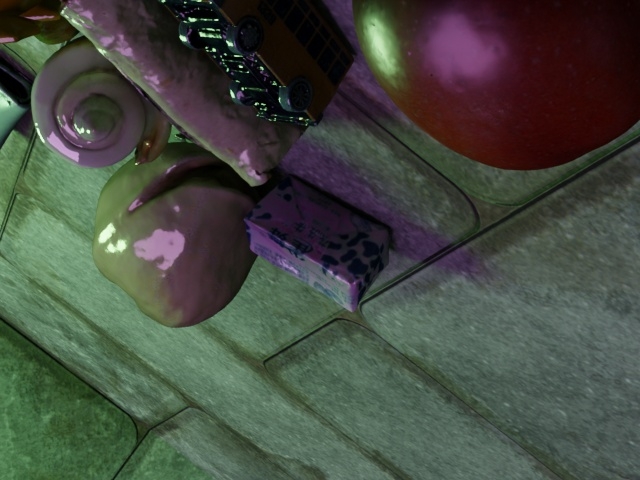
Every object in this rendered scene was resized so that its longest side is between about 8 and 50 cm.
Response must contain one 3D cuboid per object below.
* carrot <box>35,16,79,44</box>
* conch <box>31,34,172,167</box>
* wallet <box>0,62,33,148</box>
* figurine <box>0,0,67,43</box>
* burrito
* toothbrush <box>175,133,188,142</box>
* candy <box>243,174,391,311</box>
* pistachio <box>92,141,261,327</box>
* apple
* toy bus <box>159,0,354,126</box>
[{"bbox_3d":[-0.368,-0.356,1.467,0.074,0.074,0.358,11,145,46],"label":"carrot"},{"bbox_3d":[-0.230,-0.178,1.498,0.158,0.255,0.127,16,124,-18],"label":"conch"},{"bbox_3d":[-0.539,-0.252,1.956,0.290,0.054,0.251,45,153,-9],"label":"wallet"},{"bbox_3d":[-0.320,-0.311,1.304,0.215,0.215,0.228,27,113,21],"label":"figurine"},{"bbox_3d":[-0.136,-0.183,1.394,0.105,0.143,0.299,-33,123,20],"label":"burrito"},{"bbox_3d":[-0.141,-0.109,1.714,0.097,0.006,0.008,29,154,16],"label":"toothbrush"},{"bbox_3d":[0.000,0.000,1.613,0.160,0.092,0.073,31,153,18],"label":"candy"},{"bbox_3d":[-0.170,-0.012,1.705,0.226,0.208,0.332,-7,155,-10],"label":"pistachio"},{"bbox_3d":[0.131,-0.161,0.916,0.201,0.218,0.218,35,160,-21],"label":"apple"},{"bbox_3d":[-0.056,-0.197,1.275,0.091,0.103,0.182,13,155,44],"label":"toy bus"}]
